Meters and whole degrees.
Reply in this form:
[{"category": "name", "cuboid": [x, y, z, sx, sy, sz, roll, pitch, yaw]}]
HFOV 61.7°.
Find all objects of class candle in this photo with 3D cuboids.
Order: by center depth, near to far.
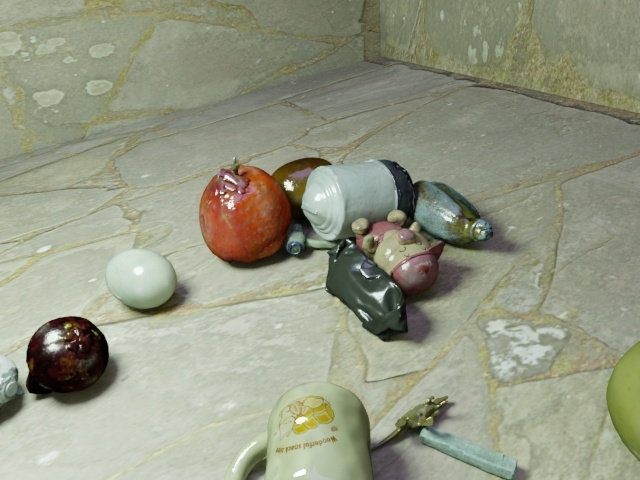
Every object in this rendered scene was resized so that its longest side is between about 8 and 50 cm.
[{"category": "candle", "cuboid": [0.083, -0.115, 1.516, 0.343, 0.221, 0.221, -8, 30, -28]}]

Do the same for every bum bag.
[{"category": "bum bag", "cuboid": [0.106, 0.122, 1.279, 0.080, 0.142, 0.326, 16, 21, -39]}]

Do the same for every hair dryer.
[{"category": "hair dryer", "cuboid": [-0.012, -0.008, 1.569, 0.200, 0.067, 0.167, -1, 25, -14]}]

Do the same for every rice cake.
[{"category": "rice cake", "cuboid": [0.257, 0.369, 0.937, 0.171, 0.028, 0.033, 14, 32, 29]}]

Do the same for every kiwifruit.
[{"category": "kiwifruit", "cuboid": [-0.056, -0.162, 1.684, 0.234, 0.195, 0.196, -14, 32, -2]}]

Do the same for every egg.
[{"category": "egg", "cuboid": [-0.463, 0.095, 1.368, 0.209, 0.151, 0.151, 10, 35, 30]}]

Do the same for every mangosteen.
[{"category": "mangosteen", "cuboid": [-0.545, 0.253, 1.143, 0.173, 0.184, 0.172, 38, 18, -14]}]

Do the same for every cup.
[{"category": "cup", "cuboid": [-0.028, 0.377, 0.888, 0.173, 0.255, 0.202, 33, 27, -20]}]

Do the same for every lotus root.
[{"category": "lotus root", "cuboid": [0.359, -0.063, 1.518, 0.158, 0.139, 0.322, 5, 28, -33]}]

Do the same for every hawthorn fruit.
[{"category": "hawthorn fruit", "cuboid": [-0.217, -0.100, 1.495, 0.276, 0.307, 0.276, -5, 35, 3]}]

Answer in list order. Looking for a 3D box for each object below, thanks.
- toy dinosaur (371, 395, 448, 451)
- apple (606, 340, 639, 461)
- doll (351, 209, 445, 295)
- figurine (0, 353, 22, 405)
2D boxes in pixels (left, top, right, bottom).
[{"category": "toy dinosaur", "cuboid": [0.167, 0.340, 1.001, 0.162, 0.126, 0.039, -37, 73, 14]}, {"category": "apple", "cuboid": [0.606, 0.269, 0.847, 0.280, 0.278, 0.279, -4, 32, 2]}, {"category": "doll", "cuboid": [0.203, 0.026, 1.368, 0.196, 0.152, 0.256, -38, 44, -2]}, {"category": "figurine", "cuboid": [-0.713, 0.307, 1.096, 0.184, 0.128, 0.208, -5, 36, 5]}]
